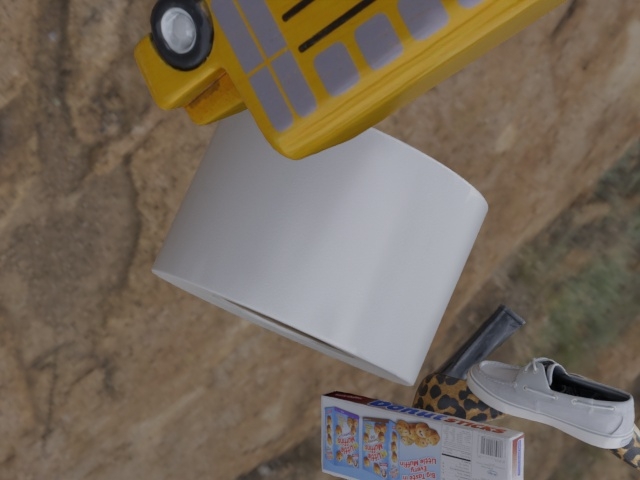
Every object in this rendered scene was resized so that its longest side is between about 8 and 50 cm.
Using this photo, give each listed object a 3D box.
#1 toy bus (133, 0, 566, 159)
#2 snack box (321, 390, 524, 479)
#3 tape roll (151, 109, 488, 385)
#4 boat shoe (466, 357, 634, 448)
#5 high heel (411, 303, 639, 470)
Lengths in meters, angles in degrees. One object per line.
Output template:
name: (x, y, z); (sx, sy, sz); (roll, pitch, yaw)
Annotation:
toy bus: (0.038, -0.152, 0.693); (0.332, 0.130, 0.108); (-30, 179, 39)
snack box: (0.071, 0.159, 0.886); (0.022, 0.178, 0.064); (-9, 101, -47)
tape roll: (0.000, 0.000, 1.018); (0.246, 0.246, 0.169); (32, 79, -53)
boat shoe: (0.235, 0.153, 1.221); (0.066, 0.184, 0.063); (-23, 125, -43)
high heel: (0.240, 0.222, 1.370); (0.186, 0.261, 0.093); (-46, 161, -4)
